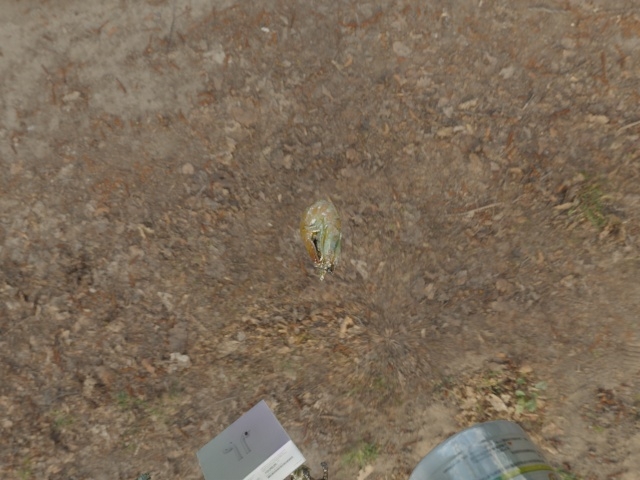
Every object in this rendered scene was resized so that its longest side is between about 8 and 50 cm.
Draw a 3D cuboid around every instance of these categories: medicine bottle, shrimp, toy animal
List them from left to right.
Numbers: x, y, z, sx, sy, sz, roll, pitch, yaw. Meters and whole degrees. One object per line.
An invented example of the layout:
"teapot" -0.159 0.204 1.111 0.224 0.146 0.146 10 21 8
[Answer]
"toy animal" -0.023 0.627 1.246 0.094 0.186 0.214 -19 48 -27
"shrimp" 0.000 0.000 1.327 0.115 0.051 0.217 0 93 27
"medicine bottle" 0.285 0.445 0.777 0.238 0.238 0.232 -33 40 0

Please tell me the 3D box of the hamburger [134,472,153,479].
"hamburger" -0.241 0.419 0.601 0.122 0.215 0.189 -22 109 25

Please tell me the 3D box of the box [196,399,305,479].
"box" -0.107 0.324 0.747 0.130 0.129 0.051 -35 112 -15
